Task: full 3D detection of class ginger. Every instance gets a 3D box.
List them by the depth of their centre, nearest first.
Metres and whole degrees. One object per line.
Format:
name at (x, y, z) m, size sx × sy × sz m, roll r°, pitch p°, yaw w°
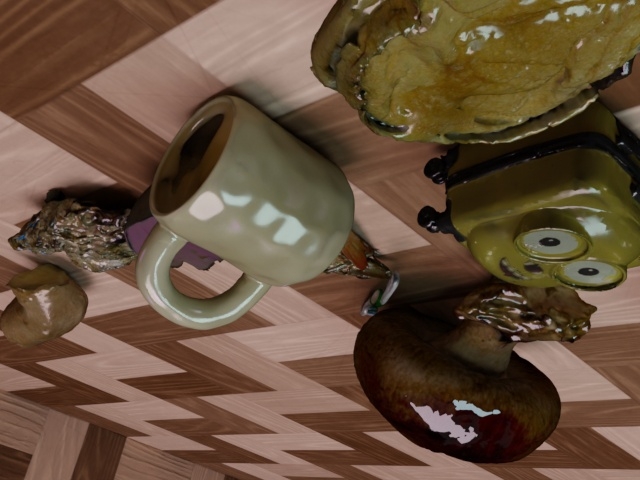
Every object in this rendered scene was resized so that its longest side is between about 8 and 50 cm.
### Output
ginger at (-0.544, 0.130, 1.575) m, size 0.152 × 0.138 × 0.267 m, roll 34°, pitch 137°, yaw -10°

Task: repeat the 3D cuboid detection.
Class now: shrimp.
shrimp at (0.000, 0.001, 1.160) m, size 0.267 × 0.061 × 0.145 m, roll 28°, pitch 143°, yaw -25°

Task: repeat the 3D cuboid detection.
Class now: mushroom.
mushroom at (-0.186, -0.034, 1.104) m, size 0.141 × 0.117 × 0.188 m, roll 19°, pitch 157°, yaw -39°
mushroom at (0.218, 0.178, 1.266) m, size 0.331 × 0.356 × 0.334 m, roll 2°, pitch -166°, yaw 3°

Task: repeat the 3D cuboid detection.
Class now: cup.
cup at (-0.089, -0.015, 0.944) m, size 0.202 × 0.255 × 0.173 m, roll 33°, pitch 160°, yaw -33°

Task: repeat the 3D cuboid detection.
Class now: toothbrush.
toothbrush at (0.093, 0.090, 1.272) m, size 0.030 × 0.030 × 0.304 m, roll 13°, pitch 165°, yaw 0°

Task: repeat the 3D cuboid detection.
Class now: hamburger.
hamburger at (0.130, -0.178, 0.610) m, size 0.266 × 0.134 × 0.285 m, roll 1°, pitch 154°, yaw -25°

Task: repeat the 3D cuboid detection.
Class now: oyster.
oyster at (-0.361, -0.013, 1.264) m, size 0.260 × 0.092 × 0.198 m, roll 8°, pitch 157°, yaw 3°

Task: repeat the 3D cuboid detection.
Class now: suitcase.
suitcase at (0.252, -0.032, 0.882) m, size 0.235 × 0.143 × 0.194 m, roll -16°, pitch 141°, yaw 44°
